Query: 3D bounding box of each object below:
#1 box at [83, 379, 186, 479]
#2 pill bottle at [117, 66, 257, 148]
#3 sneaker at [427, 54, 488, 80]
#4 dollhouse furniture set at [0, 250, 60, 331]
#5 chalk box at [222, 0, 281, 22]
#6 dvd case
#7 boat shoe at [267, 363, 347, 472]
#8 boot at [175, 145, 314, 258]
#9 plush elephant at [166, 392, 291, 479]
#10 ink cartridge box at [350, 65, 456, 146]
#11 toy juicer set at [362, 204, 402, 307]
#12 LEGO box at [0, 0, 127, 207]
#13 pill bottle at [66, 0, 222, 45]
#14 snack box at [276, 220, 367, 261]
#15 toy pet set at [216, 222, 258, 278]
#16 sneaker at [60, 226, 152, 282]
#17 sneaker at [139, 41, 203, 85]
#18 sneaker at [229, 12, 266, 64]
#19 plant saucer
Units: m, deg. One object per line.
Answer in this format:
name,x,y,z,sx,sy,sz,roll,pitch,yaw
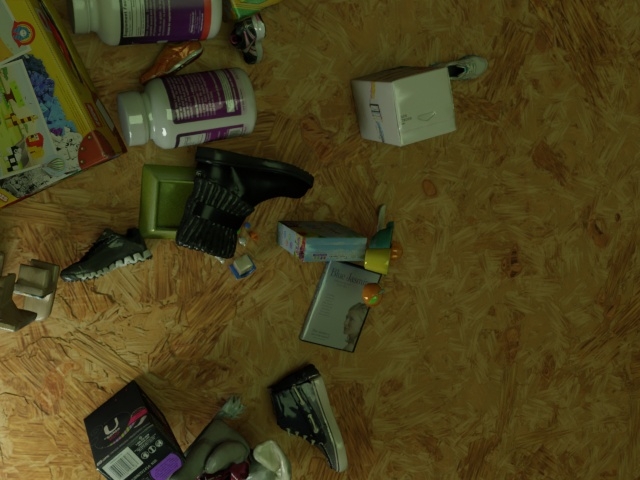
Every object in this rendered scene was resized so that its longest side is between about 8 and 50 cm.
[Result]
box,-0.462,0.489,1.857,0.165,0.270,0.143,-39,115,-11
pill bottle,-0.317,-0.309,1.787,0.302,0.169,0.169,-13,107,-21
sneaker,0.399,-0.477,2.116,0.191,0.083,0.071,-17,107,-21
dollhouse furniture set,-0.816,0.158,1.587,0.394,0.362,0.256,14,98,0
chalk box,-0.149,-0.625,1.806,0.213,0.132,0.132,-30,113,-14
dvd case,0.060,0.186,2.158,0.180,0.022,0.253,17,95,-27
boat shoe,-0.039,0.528,2.152,0.158,0.127,0.340,-20,102,-12
boot,-0.188,-0.078,1.893,0.348,0.131,0.260,9,90,-32
plush elephant,-0.230,0.607,1.993,0.255,0.272,0.330,40,59,-2
ink cartridge box,0.215,-0.357,1.977,0.171,0.233,0.168,-19,110,-19
toy juicer set,0.174,0.059,2.045,0.090,0.329,0.209,7,116,7
LEGO box,-0.679,-0.319,1.504,0.373,0.193,0.500,-25,100,2
pill bottle,-0.394,-0.534,1.692,0.323,0.181,0.181,-9,106,-21
snack box,0.000,0.000,1.981,0.175,0.207,0.070,0,104,-22
toy pet set,-0.215,0.035,1.991,0.122,0.065,0.114,-29,78,-19
sneaker,-0.523,0.028,1.816,0.234,0.078,0.106,-21,101,-38
sneaker,-0.365,-0.429,1.807,0.175,0.064,0.067,-39,94,-16
sneaker,-0.182,-0.484,1.816,0.077,0.178,0.072,-16,72,-13
plant saucer,-0.353,-0.090,1.893,0.189,0.045,0.188,1,102,-25
